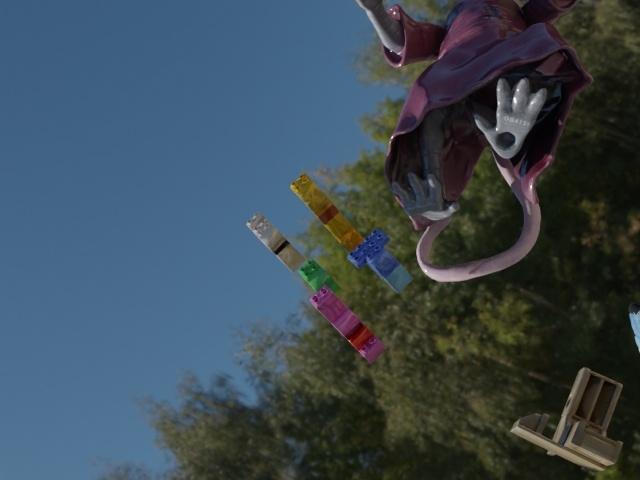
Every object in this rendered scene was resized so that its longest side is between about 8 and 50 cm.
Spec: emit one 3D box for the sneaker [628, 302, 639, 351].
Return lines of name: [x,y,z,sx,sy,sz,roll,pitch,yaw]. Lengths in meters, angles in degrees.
sneaker: [0.371,0.050,0.842,0.162,0.073,0.063,-31,6,-3]

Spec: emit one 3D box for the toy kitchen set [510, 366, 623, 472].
toy kitchen set: [0.189,0.124,0.656,0.083,0.068,0.075,83,-148,-72]

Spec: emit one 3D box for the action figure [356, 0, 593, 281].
action figure: [0.187,-0.183,0.907,0.370,0.248,0.275,-76,-31,-49]

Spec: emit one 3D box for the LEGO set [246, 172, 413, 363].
LEGO set: [0.000,0.000,0.795,0.087,0.227,0.093,-44,-55,-2]
